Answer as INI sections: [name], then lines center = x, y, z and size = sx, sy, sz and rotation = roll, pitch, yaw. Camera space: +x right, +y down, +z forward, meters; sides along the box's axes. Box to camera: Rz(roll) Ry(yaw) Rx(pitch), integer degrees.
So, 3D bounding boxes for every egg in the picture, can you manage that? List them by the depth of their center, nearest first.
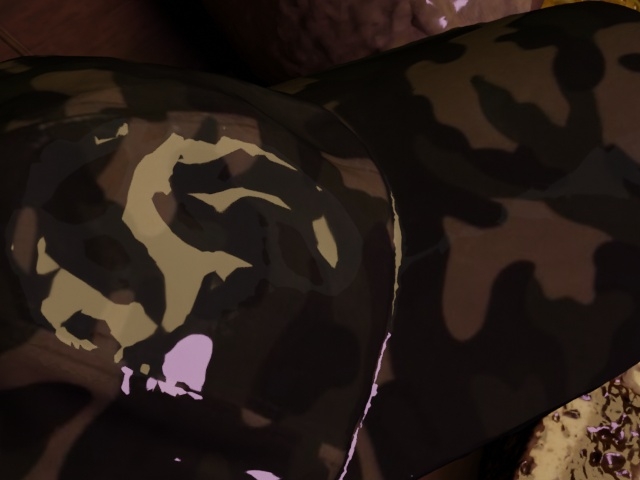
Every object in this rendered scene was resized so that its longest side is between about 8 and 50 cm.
[egg]
center = 0.031, -0.220, 1.194
size = 0.279, 0.279, 0.310
rotation = 7, 37, -47

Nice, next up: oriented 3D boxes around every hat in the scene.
[hat]
center = -0.011, -0.032, 0.847
size = 0.257, 0.381, 0.366
rotation = 47, 10, -53

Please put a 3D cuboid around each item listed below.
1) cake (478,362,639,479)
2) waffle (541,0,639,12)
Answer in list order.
[cake]
center = 0.140, 0.162, 1.013
size = 0.112, 0.135, 0.246
rotation = 28, 59, -3
[waffle]
center = 0.226, -0.162, 1.503
size = 0.312, 0.060, 0.307
rotation = 51, 32, -18
